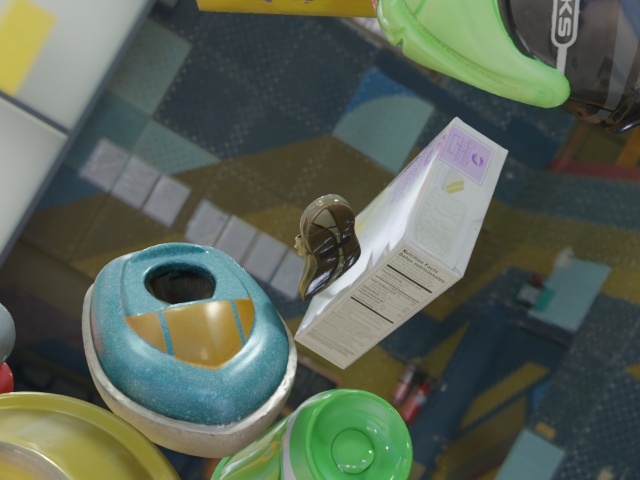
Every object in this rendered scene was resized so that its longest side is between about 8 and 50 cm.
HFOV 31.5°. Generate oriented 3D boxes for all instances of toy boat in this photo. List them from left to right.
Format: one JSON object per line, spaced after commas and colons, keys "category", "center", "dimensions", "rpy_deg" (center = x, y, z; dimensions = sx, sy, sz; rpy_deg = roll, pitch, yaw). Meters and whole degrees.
{"category": "toy boat", "center": [-0.179, 0.093, 1.023], "dimensions": [0.318, 0.148, 0.267], "rpy_deg": [-11, 36, -23]}

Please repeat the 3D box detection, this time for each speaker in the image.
{"category": "speaker", "center": [-0.020, 0.238, 1.135], "dimensions": [0.131, 0.131, 0.296], "rpy_deg": [30, -30, -9]}

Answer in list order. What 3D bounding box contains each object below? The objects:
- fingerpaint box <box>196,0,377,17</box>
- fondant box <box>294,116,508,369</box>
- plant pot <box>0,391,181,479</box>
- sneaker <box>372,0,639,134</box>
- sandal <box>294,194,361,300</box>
{"category": "fingerpaint box", "center": [0.121, -0.376, 0.926], "dimensions": [0.444, 0.371, 0.163], "rpy_deg": [2, -8, 0]}
{"category": "fondant box", "center": [0.109, 0.011, 1.591], "dimensions": [0.096, 0.238, 0.330], "rpy_deg": [33, -38, -10]}
{"category": "plant pot", "center": [-0.206, 0.219, 0.742], "dimensions": [0.254, 0.254, 0.239], "rpy_deg": [29, -14, 3]}
{"category": "sneaker", "center": [0.216, -0.252, 0.655], "dimensions": [0.202, 0.483, 0.185], "rpy_deg": [35, -17, -1]}
{"category": "sandal", "center": [0.000, 0.000, 1.134], "dimensions": [0.049, 0.072, 0.180], "rpy_deg": [53, -16, 25]}
